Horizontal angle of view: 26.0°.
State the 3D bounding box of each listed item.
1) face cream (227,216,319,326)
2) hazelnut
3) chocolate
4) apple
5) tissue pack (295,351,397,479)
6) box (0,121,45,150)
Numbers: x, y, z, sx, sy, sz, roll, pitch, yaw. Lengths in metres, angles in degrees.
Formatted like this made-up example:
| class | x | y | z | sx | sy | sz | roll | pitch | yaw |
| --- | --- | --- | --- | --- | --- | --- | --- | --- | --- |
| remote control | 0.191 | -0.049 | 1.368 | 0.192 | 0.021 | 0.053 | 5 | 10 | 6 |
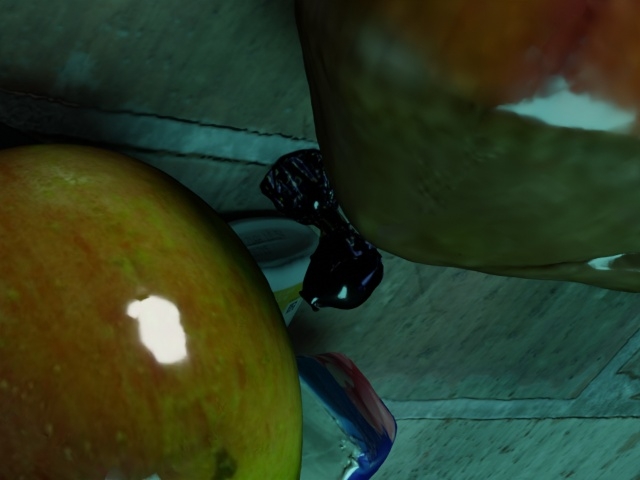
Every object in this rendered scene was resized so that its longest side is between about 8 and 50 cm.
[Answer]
| class | x | y | z | sx | sy | sz | roll | pitch | yaw |
| --- | --- | --- | --- | --- | --- | --- | --- | --- | --- |
| face cream | -0.102 | 0.102 | 1.196 | 0.144 | 0.071 | 0.291 | -10 | 142 | -42 |
| hazelnut | 0.149 | -0.144 | 0.885 | 0.372 | 0.315 | 0.372 | -20 | 120 | -39 |
| chocolate | 0.003 | -0.001 | 1.087 | 0.072 | 0.147 | 0.070 | -14 | 146 | -9 |
| apple | -0.175 | 0.112 | 0.898 | 0.340 | 0.339 | 0.339 | -19 | 143 | -15 |
| tissue pack | -0.050 | 0.194 | 1.162 | 0.209 | 0.137 | 0.270 | -46 | 172 | 5 |
| box | -0.301 | -0.019 | 0.931 | 0.212 | 0.042 | 0.201 | -40 | 149 | 13 |
